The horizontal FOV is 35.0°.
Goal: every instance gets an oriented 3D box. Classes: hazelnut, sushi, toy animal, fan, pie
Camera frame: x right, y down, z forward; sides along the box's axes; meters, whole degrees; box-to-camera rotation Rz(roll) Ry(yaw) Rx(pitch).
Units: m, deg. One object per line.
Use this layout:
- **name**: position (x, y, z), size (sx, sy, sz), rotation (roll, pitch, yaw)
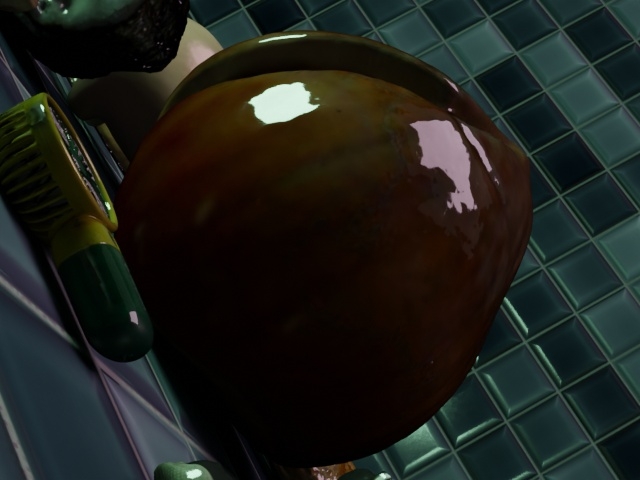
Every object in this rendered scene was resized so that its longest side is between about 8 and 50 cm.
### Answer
- **hazelnut**: position (0.000, 0.000, 0.880), size (0.359, 0.359, 0.409), rotation (60, -13, 16)
- **sushi**: position (-0.246, -0.316, 0.966), size (0.171, 0.211, 0.350), rotation (120, -53, -80)
- **toy animal**: position (-0.120, -0.128, 1.177), size (0.326, 0.269, 0.237), rotation (58, 2, -11)
- **fan**: position (-0.126, -0.005, 0.514), size (0.155, 0.039, 0.082), rotation (61, -5, 27)
- **pie**: position (-0.012, 0.249, 1.134), size (0.178, 0.084, 0.205), rotation (59, -3, 5)

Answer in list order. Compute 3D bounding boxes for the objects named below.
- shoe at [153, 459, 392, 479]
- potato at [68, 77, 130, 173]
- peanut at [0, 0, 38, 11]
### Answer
- **shoe**: position (-0.009, 0.138, 0.473), size (0.071, 0.099, 0.169), rotation (61, -3, 43)
- **potato**: position (-0.249, -0.156, 1.405), size (0.120, 0.100, 0.261), rotation (57, -6, 40)
- **peanut**: position (-0.262, -0.262, 0.762), size (0.227, 0.086, 0.104), rotation (60, -7, 29)
